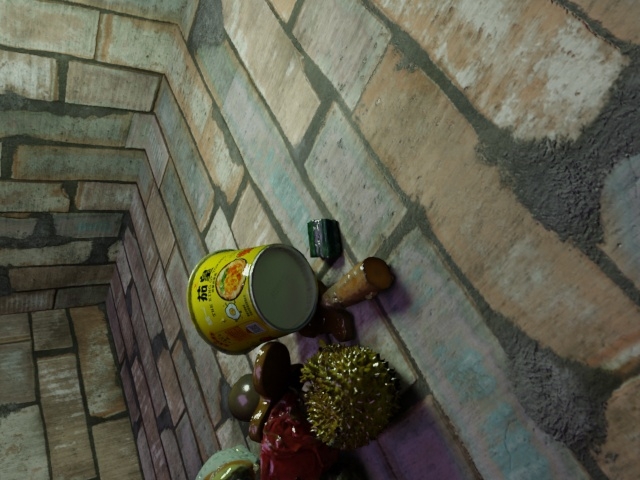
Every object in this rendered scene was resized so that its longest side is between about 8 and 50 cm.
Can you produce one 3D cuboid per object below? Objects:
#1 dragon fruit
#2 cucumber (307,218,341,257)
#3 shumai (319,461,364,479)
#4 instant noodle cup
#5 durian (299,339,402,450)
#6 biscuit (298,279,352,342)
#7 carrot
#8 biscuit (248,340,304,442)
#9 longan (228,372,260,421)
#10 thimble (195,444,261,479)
[{"bbox_3d":[-0.038,0.516,1.348,0.152,0.317,0.205,-2,116,27],"label":"dragon fruit"},{"bbox_3d":[0.000,0.000,1.449,0.116,0.062,0.115,-17,75,52],"label":"cucumber"},{"bbox_3d":[0.003,0.711,1.384,0.218,0.189,0.256,25,107,49],"label":"shumai"},{"bbox_3d":[-0.177,0.154,1.441,0.254,0.325,0.326,-18,77,42],"label":"instant noodle cup"},{"bbox_3d":[0.066,0.376,1.248,0.293,0.258,0.258,-167,77,-65],"label":"durian"},{"bbox_3d":[-0.010,0.208,1.488,0.319,0.047,0.184,15,107,53],"label":"biscuit"},{"bbox_3d":[0.072,0.128,1.318,0.263,0.101,0.102,-36,63,45],"label":"carrot"},{"bbox_3d":[-0.121,0.468,1.422,0.064,0.283,0.432,2,118,26],"label":"biscuit"},{"bbox_3d":[-0.228,0.538,1.716,0.189,0.189,0.189,5,96,54],"label":"longan"},{"bbox_3d":[-0.315,0.883,1.786,0.167,0.254,0.288,12,76,50],"label":"thimble"}]
